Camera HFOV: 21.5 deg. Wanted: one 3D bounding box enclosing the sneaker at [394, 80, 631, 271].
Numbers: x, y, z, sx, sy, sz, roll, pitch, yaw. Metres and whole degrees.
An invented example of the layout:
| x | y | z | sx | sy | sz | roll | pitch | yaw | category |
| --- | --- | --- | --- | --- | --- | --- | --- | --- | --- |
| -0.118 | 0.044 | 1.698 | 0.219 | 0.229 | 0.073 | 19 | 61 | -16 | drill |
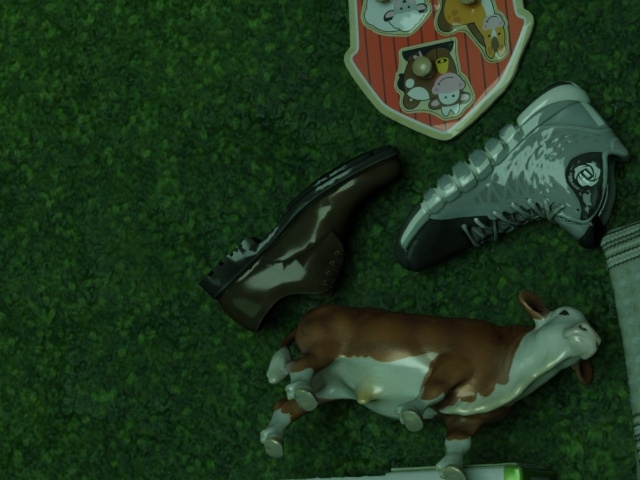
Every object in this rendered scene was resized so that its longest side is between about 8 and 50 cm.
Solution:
| x | y | z | sx | sy | sz | roll | pitch | yaw | category |
| --- | --- | --- | --- | --- | --- | --- | --- | --- | --- |
| 0.180 | -0.024 | 1.502 | 0.228 | 0.086 | 0.132 | -44 | 69 | 11 | sneaker |

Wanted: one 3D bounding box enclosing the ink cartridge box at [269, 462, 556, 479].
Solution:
| x | y | z | sx | sy | sz | roll | pitch | yaw | category |
| --- | --- | --- | --- | --- | --- | --- | --- | --- | --- |
| 0.076 | 0.296 | 1.486 | 0.255 | 0.097 | 0.189 | -6 | 79 | 25 | ink cartridge box |

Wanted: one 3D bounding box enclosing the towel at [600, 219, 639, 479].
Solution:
| x | y | z | sx | sy | sz | roll | pitch | yaw | category |
| --- | --- | --- | --- | --- | --- | --- | --- | --- | --- |
| 0.376 | 0.112 | 1.360 | 0.312 | 0.056 | 0.324 | -15 | 76 | 37 | towel |

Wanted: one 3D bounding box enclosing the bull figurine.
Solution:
| x | y | z | sx | sy | sz | roll | pitch | yaw | category |
| --- | --- | --- | --- | --- | --- | --- | --- | --- | --- |
| 0.091 | 0.120 | 1.483 | 0.310 | 0.188 | 0.101 | 1 | 119 | 32 | bull figurine |

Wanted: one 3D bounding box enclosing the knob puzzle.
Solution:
| x | y | z | sx | sy | sz | roll | pitch | yaw | category |
| --- | --- | --- | --- | --- | --- | --- | --- | --- | --- |
| 0.108 | -0.189 | 1.593 | 0.213 | 0.030 | 0.213 | -4 | 79 | 23 | knob puzzle |

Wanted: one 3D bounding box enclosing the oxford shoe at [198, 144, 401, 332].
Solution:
| x | y | z | sx | sy | sz | roll | pitch | yaw | category |
| --- | --- | --- | --- | --- | --- | --- | --- | --- | --- |
| 0.000 | 0.000 | 1.592 | 0.227 | 0.083 | 0.096 | -42 | 86 | 13 | oxford shoe |
